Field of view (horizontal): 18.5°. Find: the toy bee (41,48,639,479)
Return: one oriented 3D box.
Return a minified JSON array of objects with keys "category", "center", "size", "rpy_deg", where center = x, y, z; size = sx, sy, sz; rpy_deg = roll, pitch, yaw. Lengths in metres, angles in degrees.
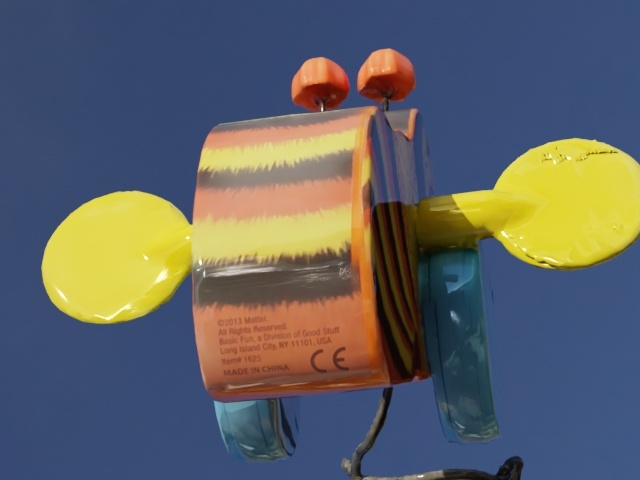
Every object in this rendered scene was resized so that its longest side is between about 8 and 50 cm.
[{"category":"toy bee","center":[0.000,0.000,0.692],"size":[0.195,0.298,0.162],"rpy_deg":[-2,-105,-12]}]
